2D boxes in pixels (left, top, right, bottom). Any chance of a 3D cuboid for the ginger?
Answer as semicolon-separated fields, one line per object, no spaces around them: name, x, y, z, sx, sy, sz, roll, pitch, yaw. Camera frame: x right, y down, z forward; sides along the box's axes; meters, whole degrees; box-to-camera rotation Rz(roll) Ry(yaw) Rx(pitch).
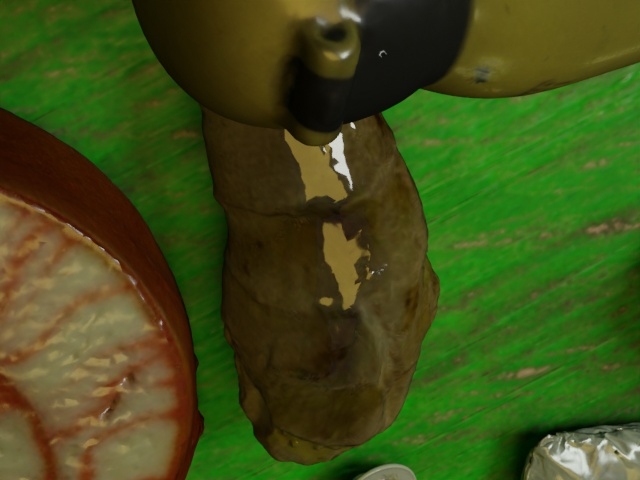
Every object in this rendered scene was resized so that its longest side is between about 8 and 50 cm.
ginger;0.000;0.000;0.761;0.109;0.116;0.263;-32;122;-43

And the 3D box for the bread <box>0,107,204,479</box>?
bread;-0.236;0.075;0.738;0.327;0.114;0.295;-25;119;2

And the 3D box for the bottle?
bottle;0.085;-0.149;0.600;0.351;0.171;0.172;-18;120;-23

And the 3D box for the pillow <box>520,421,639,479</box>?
pillow;0.239;0.174;0.927;0.229;0.051;0.128;-2;119;-13

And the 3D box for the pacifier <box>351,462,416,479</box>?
pacifier;0.039;0.183;0.880;0.068;0.064;0.083;16;113;-38
